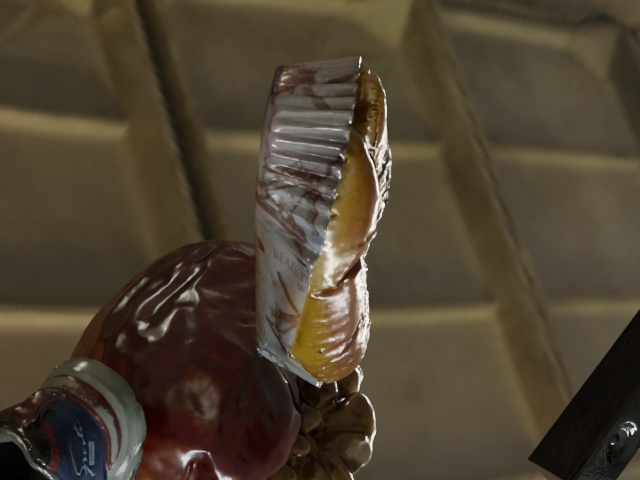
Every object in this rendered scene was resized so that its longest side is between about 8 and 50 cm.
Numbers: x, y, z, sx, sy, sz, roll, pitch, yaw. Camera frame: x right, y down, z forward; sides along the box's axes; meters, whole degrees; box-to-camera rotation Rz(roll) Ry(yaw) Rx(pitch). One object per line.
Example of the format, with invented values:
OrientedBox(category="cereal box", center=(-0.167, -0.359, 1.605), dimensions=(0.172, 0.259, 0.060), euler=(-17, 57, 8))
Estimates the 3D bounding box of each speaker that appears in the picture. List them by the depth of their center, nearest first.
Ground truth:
OrientedBox(category="speaker", center=(0.220, 0.091, 1.096), dimensions=(0.046, 0.191, 0.040), euler=(28, 167, 49))

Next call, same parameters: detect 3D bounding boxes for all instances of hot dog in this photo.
OrientedBox(category="hot dog", center=(0.000, 0.000, 0.925), dimensions=(0.268, 0.075, 0.144), euler=(96, 179, -66))

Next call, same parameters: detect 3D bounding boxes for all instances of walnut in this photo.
OrientedBox(category="walnut", center=(-0.077, 0.118, 1.265), dimensions=(0.221, 0.244, 0.269), euler=(86, -167, -46))

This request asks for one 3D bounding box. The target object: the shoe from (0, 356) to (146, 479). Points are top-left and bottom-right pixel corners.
OrientedBox(category="shoe", center=(-0.195, 0.191, 1.058), dimensions=(0.099, 0.227, 0.125), euler=(24, -160, 17))
